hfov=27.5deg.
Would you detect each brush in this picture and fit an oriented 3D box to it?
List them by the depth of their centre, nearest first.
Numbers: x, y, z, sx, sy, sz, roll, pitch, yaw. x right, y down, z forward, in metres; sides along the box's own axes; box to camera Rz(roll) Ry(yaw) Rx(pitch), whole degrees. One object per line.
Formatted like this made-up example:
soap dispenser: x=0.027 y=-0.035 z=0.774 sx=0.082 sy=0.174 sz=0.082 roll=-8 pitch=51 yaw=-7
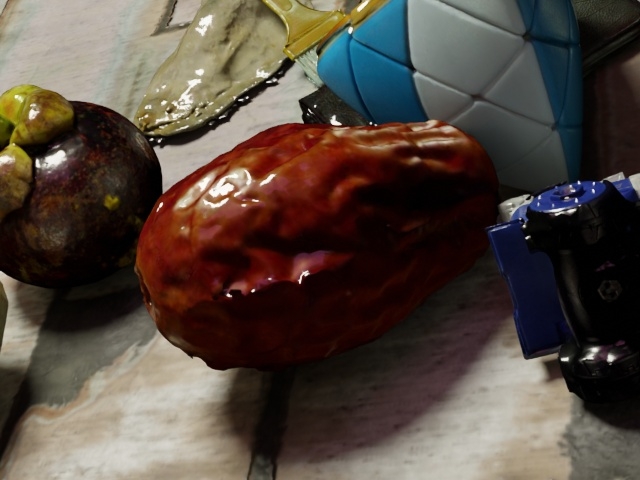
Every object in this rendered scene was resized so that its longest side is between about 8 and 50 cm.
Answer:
brush: x=-0.041 y=-0.254 z=1.379 sx=0.082 sy=0.010 sz=0.218 roll=-39 pitch=74 yaw=-17

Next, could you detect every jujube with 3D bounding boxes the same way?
jujube: x=0.000 y=0.000 z=1.035 sx=0.290 sy=0.197 sz=0.197 roll=-20 pitch=38 yaw=-16

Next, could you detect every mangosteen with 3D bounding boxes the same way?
mangosteen: x=-0.252 y=-0.062 z=1.202 sx=0.192 sy=0.217 sz=0.192 roll=-18 pitch=43 yaw=17

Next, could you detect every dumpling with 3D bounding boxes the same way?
dumpling: x=-0.093 y=-0.243 z=1.424 sx=0.166 sy=0.086 sz=0.332 roll=-5 pitch=47 yaw=26

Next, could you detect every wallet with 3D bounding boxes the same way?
wallet: x=0.147 y=-0.166 z=1.247 sx=0.318 sy=0.045 sz=0.172 roll=-31 pitch=44 yaw=-10

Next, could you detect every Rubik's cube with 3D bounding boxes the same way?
Rubik's cube: x=0.166 y=-0.155 z=1.136 sx=0.254 sy=0.254 sz=0.254 roll=-14 pitch=41 yaw=12

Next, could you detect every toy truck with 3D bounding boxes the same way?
toy truck: x=0.237 y=0.007 z=0.956 sx=0.213 sy=0.161 sz=0.177 roll=-14 pitch=18 yaw=11

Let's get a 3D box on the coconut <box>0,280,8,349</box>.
coconut: x=-0.384 y=0.081 z=1.101 sx=0.259 sy=0.259 sz=0.259 roll=-14 pitch=41 yaw=12
